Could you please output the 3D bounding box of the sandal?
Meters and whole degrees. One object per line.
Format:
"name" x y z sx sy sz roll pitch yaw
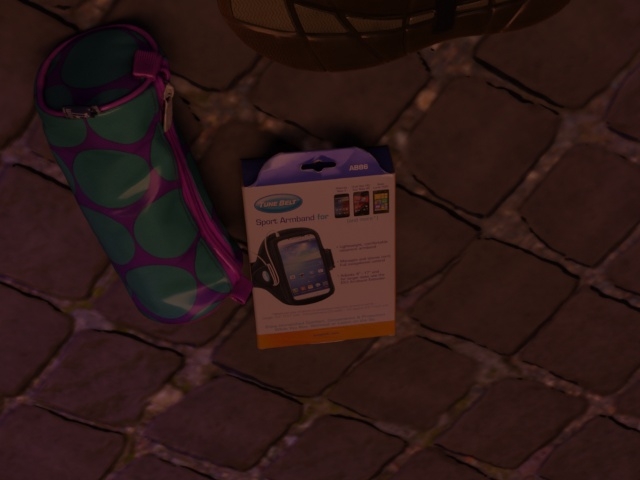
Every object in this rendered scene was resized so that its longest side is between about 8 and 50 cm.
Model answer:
"sandal" 0.037 -0.123 0.598 0.180 0.049 0.072 -12 139 -17

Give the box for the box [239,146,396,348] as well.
"box" 0.000 0.000 0.710 0.081 0.028 0.136 -5 129 -3

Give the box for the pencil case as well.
"pencil case" -0.086 -0.028 0.647 0.070 0.064 0.152 3 136 23
